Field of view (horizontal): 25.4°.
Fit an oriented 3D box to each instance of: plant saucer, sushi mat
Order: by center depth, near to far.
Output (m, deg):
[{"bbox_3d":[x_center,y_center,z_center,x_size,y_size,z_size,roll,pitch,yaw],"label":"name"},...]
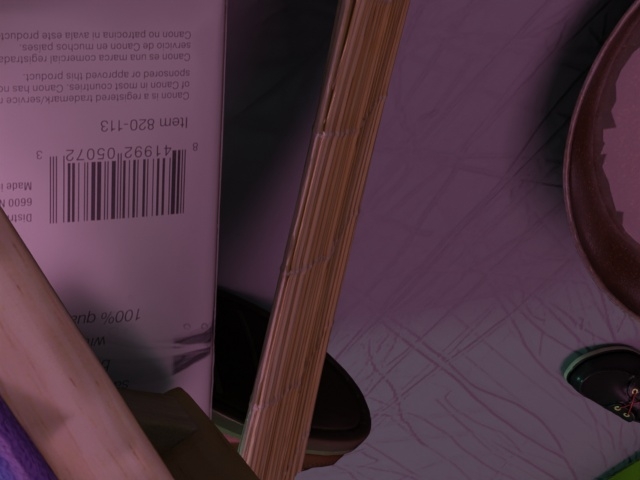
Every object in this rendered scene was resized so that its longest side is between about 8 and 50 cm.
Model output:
[{"bbox_3d":[0.000,0.000,0.710,0.019,0.151,0.316,15,103,8],"label":"sushi mat"},{"bbox_3d":[0.293,-0.071,0.880,0.311,0.050,0.310,-4,119,-8],"label":"plant saucer"}]

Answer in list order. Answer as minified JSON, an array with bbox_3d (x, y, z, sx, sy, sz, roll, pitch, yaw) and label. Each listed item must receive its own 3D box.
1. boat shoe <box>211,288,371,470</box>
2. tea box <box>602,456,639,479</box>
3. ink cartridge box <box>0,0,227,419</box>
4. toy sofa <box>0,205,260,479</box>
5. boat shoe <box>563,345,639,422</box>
[{"bbox_3d":[-0.118,0.087,0.836,0.307,0.110,0.104,19,123,-28],"label":"boat shoe"},{"bbox_3d":[0.307,0.381,1.269,0.324,0.220,0.329,-32,139,6],"label":"tea box"},{"bbox_3d":[-0.161,0.015,0.642,0.207,0.117,0.283,-4,108,-26],"label":"ink cartridge box"},{"bbox_3d":[-0.170,0.007,0.481,0.177,0.150,0.362,-34,116,-12],"label":"toy sofa"},{"bbox_3d":[0.242,0.115,1.102,0.133,0.042,0.049,18,123,-38],"label":"boat shoe"}]
